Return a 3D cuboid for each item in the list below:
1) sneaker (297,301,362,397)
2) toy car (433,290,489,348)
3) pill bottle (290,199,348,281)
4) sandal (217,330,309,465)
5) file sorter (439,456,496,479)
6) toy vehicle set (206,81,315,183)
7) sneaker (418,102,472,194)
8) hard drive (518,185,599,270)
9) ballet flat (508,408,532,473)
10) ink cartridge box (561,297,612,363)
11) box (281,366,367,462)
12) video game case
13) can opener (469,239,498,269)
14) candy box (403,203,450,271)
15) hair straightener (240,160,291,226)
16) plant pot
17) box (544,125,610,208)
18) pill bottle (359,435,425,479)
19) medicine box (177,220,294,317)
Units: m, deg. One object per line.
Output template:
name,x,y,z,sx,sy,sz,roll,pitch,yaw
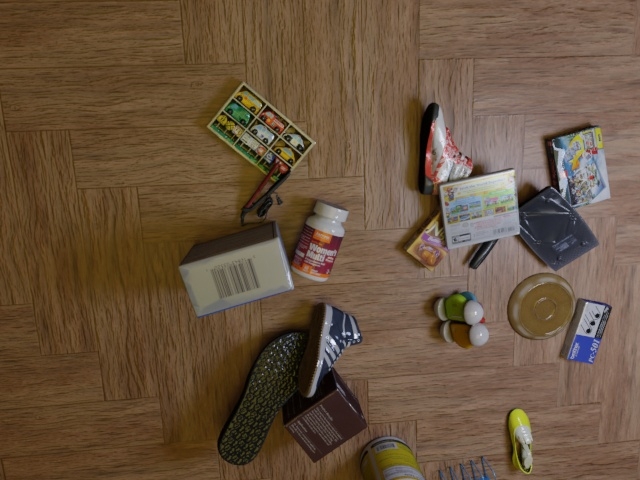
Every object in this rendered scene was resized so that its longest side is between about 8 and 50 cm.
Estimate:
sneaker,0.034,0.343,1.588,0.153,0.099,0.282,22,72,-28
toy car,0.459,0.242,1.651,0.136,0.159,0.181,-27,106,-36
pill bottle,0.000,0.000,1.544,0.121,0.121,0.221,18,100,-10
sandal,-0.176,0.463,1.611,0.168,0.107,0.445,35,83,-16
file sorter,0.505,0.828,1.784,0.170,0.118,0.104,-16,100,-3
toy vehicle set,-0.169,-0.303,1.503,0.267,0.035,0.166,38,96,-12
sneaker,0.374,-0.268,1.547,0.145,0.090,0.269,-1,106,-7
hard drive,0.720,-0.040,1.627,0.172,0.054,0.255,-39,105,24
ballet flat,0.696,0.694,1.795,0.077,0.077,0.230,-8,103,-4
ink cartridge box,0.888,0.303,1.749,0.097,0.046,0.207,12,101,-7
box,0.007,0.539,1.638,0.203,0.167,0.168,-35,103,1
video game case,0.473,-0.093,1.556,0.227,0.026,0.206,-12,111,0
can opener,0.528,0.011,1.647,0.059,0.073,0.186,15,105,-50
candy box,0.358,-0.011,1.619,0.109,0.053,0.186,38,94,-12
hair straightener,-0.154,-0.118,1.517,0.089,0.047,0.230,36,111,-12
plant pot,0.735,0.223,1.722,0.237,0.032,0.236,-1,102,-7
box,0.799,-0.223,1.626,0.159,0.044,0.233,-16,104,-2
pill bottle,0.241,0.782,1.631,0.188,0.334,0.187,-1,103,-6
medicine box,-0.224,0.069,1.447,0.264,0.289,0.149,-17,101,-3
